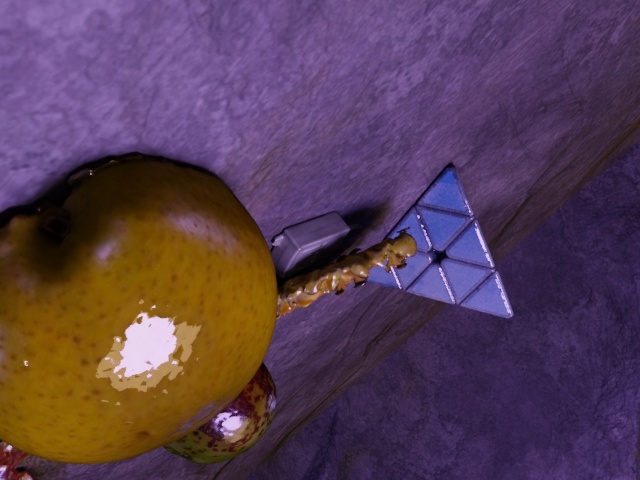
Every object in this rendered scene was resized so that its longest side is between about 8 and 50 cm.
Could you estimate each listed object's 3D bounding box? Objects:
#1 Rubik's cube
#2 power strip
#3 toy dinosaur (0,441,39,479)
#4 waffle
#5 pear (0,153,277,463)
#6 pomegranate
[{"bbox_3d":[0.240,0.002,1.239,0.228,0.228,0.233,19,174,-25],"label":"Rubik's cube"},{"bbox_3d":[0.000,0.000,0.947,0.175,0.042,0.075,-22,153,-40],"label":"power strip"},{"bbox_3d":[-0.411,0.335,0.840,0.206,0.113,0.327,-45,164,-48],"label":"toy dinosaur"},{"bbox_3d":[0.026,0.058,0.996,0.280,0.060,0.262,-24,179,-4],"label":"waffle"},{"bbox_3d":[-0.181,0.111,0.651,0.340,0.191,0.386,-34,160,-13],"label":"pear"},{"bbox_3d":[-0.151,0.199,0.943,0.214,0.214,0.248,87,24,-67],"label":"pomegranate"}]
